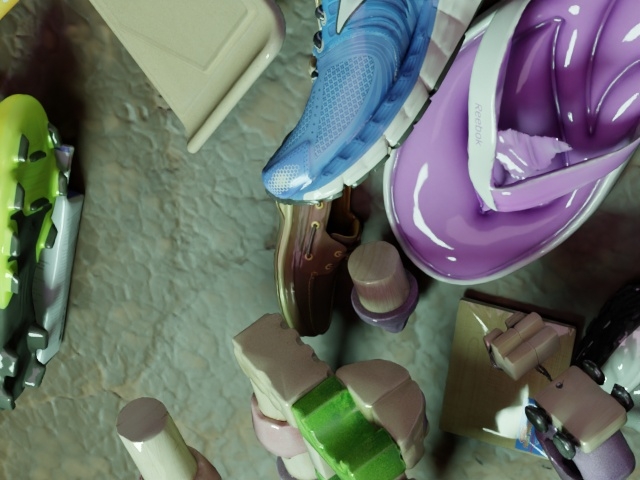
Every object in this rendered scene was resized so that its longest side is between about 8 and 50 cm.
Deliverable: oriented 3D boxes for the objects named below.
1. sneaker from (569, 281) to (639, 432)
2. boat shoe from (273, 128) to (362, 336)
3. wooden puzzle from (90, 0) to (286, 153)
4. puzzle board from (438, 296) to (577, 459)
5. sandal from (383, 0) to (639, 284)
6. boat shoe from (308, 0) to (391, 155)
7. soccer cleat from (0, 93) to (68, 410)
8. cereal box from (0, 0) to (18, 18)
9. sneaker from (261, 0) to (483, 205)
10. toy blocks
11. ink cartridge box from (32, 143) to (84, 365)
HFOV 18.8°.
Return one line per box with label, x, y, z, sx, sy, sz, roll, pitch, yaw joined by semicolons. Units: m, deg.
sneaker;0.294;0.049;1.430;0.108;0.100;0.271;32;130;-8
boat shoe;0.000;0.000;1.531;0.060;0.064;0.178;9;116;19
wooden puzzle;-0.117;-0.202;1.416;0.238;0.044;0.221;57;154;4
puzzle board;0.151;0.111;1.561;0.096;0.011;0.128;14;121;13
sandal;0.174;-0.110;1.382;0.169;0.102;0.416;41;124;-1
boat shoe;0.019;-0.134;1.446;0.063;0.059;0.170;28;127;58
soccer cleat;-0.281;0.010;1.580;0.121;0.093;0.289;20;120;17
cereal box;-0.353;-0.213;1.484;0.240;0.047;0.173;16;137;-41
sneaker;0.036;-0.177;1.351;0.147;0.130;0.330;27;100;-3
toy blocks;0.055;0.203;1.503;0.288;0.309;0.260;44;164;37
ink cartridge box;-0.315;-0.023;1.656;0.223;0.045;0.224;19;120;11
